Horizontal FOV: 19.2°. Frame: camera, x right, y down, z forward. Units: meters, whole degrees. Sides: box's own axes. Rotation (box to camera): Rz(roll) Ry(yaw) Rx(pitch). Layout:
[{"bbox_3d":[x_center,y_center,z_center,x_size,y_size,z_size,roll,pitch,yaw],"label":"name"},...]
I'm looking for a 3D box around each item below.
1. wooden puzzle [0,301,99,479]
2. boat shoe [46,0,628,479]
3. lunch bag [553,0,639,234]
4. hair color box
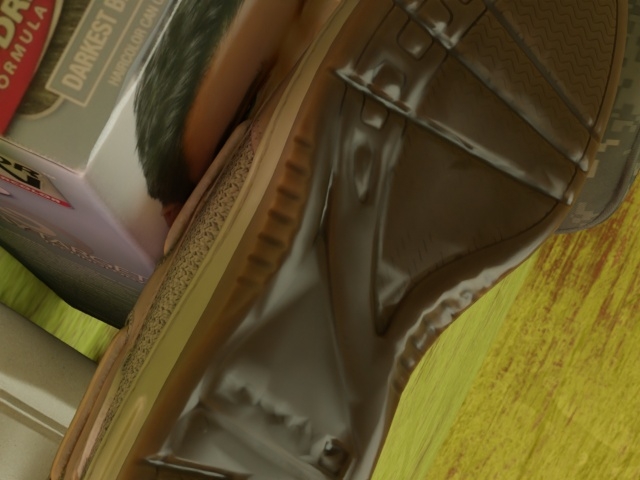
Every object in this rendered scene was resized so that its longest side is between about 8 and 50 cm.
[{"bbox_3d":[-0.141,0.166,0.821,0.221,0.044,0.238,40,70,-46],"label":"wooden puzzle"},{"bbox_3d":[0.000,0.000,0.641,0.098,0.109,0.302,-1,-126,58],"label":"boat shoe"},{"bbox_3d":[0.111,-0.194,1.046,0.305,0.212,0.256,101,1,-51],"label":"lunch bag"},{"bbox_3d":[-0.054,-0.073,0.736,0.185,0.113,0.374,-64,168,-10],"label":"hair color box"}]
